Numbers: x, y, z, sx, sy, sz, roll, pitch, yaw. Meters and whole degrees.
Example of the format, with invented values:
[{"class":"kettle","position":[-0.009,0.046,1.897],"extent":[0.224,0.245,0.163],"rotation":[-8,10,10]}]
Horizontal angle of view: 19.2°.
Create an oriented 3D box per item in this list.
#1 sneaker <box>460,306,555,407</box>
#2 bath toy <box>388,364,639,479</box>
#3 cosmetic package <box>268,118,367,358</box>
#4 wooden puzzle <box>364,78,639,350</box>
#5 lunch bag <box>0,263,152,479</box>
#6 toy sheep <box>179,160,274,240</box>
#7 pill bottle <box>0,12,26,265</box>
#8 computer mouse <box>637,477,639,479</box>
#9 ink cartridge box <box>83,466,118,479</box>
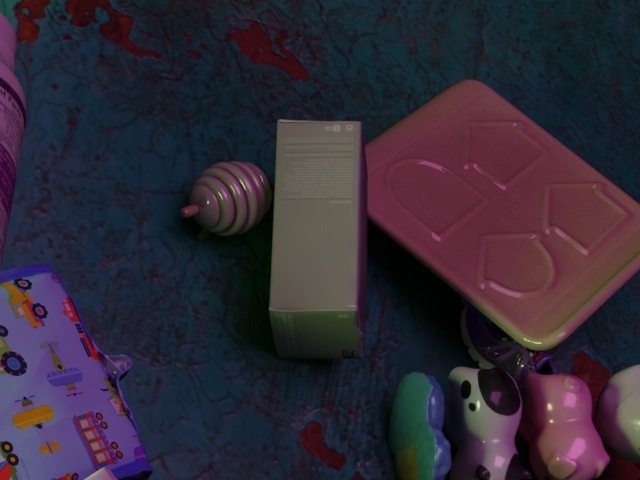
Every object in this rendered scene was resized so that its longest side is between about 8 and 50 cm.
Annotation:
[{"class":"sneaker","position":[0.233,0.133,2.189],"extent":[0.170,0.071,0.068],"rotation":[49,46,3]},{"class":"bath toy","position":[0.254,0.215,2.082],"extent":[0.348,0.129,0.151],"rotation":[-1,104,-23]},{"class":"cosmetic package","position":[0.000,0.000,2.046],"extent":[0.107,0.127,0.238],"rotation":[2,59,5]},{"class":"wooden puzzle","position":[0.208,-0.026,2.243],"extent":[0.348,0.080,0.322],"rotation":[36,43,18]},{"class":"lunch bag","position":[-0.290,0.148,1.669],"extent":[0.293,0.138,0.221],"rotation":[-20,73,-36]},{"class":"toy sheep","position":[-0.103,-0.044,2.058],"extent":[0.132,0.091,0.091],"rotation":[-28,79,-43]},{"class":"pill bottle","position":[-0.377,-0.089,1.838],"extent":[0.169,0.169,0.301],"rotation":[20,51,-23]},{"class":"computer mouse","position":[0.300,0.373,2.093],"extent":[0.262,0.060,0.184],"rotation":[-13,87,-37]},{"class":"ink cartridge box","position":[-0.243,0.356,1.562],"extent":[0.198,0.270,0.197],"rotation":[-31,81,-43]}]
